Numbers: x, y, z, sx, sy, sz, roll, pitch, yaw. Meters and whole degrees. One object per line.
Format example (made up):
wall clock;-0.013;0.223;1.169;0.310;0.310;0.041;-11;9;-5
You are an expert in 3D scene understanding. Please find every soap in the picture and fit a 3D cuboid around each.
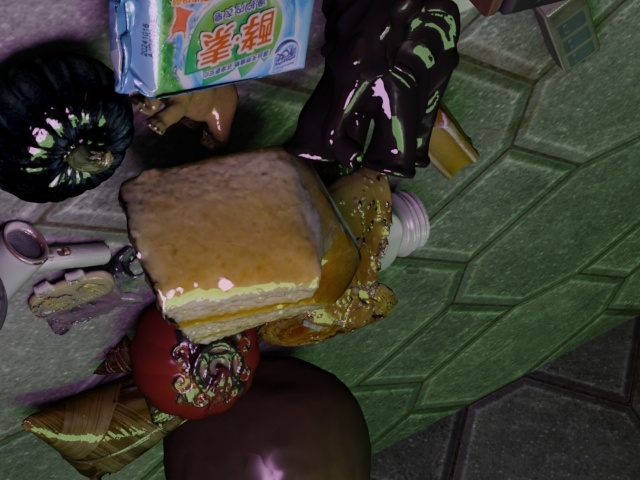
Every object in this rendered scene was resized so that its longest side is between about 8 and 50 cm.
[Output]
soap;-0.121;-0.258;1.516;0.293;0.077;0.156;-17;129;-35
soap;0.170;-0.181;2.019;0.073;0.140;0.232;-33;158;10

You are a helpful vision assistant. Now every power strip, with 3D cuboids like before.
power strip;0.392;-0.343;2.087;0.078;0.052;0.272;-36;157;6

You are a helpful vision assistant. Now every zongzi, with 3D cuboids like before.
zongzi;-0.366;0.291;2.318;0.286;0.134;0.288;-38;150;-2
zongzi;-0.355;0.212;2.253;0.073;0.067;0.083;-25;174;-33

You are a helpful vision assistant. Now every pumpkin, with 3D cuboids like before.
pumpkin;-0.308;-0.129;1.519;0.194;0.150;0.194;-7;150;-4

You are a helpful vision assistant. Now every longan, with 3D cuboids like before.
longan;-0.105;0.417;2.538;0.404;0.436;0.404;0;135;0

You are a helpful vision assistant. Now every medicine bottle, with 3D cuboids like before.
medicine bottle;0.030;0.006;2.240;0.324;0.124;0.179;-18;146;-28

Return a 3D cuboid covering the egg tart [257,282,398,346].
egg tart;0.007;0.116;2.448;0.297;0.132;0.297;-16;163;-5

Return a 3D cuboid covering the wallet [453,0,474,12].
wallet;0.220;-0.358;1.874;0.122;0.025;0.061;-26;158;-14

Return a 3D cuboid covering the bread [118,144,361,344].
bread;-0.090;-0.007;1.749;0.264;0.239;0.395;-18;176;2

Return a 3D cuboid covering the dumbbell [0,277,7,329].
dumbbell;-0.536;0.155;1.742;0.179;0.179;0.406;-13;150;-38

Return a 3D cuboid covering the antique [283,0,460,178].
antique;0.076;-0.222;1.707;0.322;0.185;0.255;-29;136;-71

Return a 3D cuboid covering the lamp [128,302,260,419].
lamp;-0.205;0.189;2.186;0.227;0.227;0.227;-27;157;-13

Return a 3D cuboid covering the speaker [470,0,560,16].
speaker;0.249;-0.418;1.588;0.153;0.192;0.231;-18;149;-29

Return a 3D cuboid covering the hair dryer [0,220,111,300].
hair dryer;-0.388;0.030;1.850;0.131;0.073;0.236;-44;164;29

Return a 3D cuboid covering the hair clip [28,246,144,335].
hair clip;-0.353;0.078;1.984;0.187;0.056;0.146;-31;151;3

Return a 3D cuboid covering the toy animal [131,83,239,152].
toy animal;-0.171;-0.187;1.657;0.101;0.103;0.218;-57;150;11

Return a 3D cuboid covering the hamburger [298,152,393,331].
hamburger;0.000;0.000;2.017;0.192;0.167;0.288;2;105;-36
